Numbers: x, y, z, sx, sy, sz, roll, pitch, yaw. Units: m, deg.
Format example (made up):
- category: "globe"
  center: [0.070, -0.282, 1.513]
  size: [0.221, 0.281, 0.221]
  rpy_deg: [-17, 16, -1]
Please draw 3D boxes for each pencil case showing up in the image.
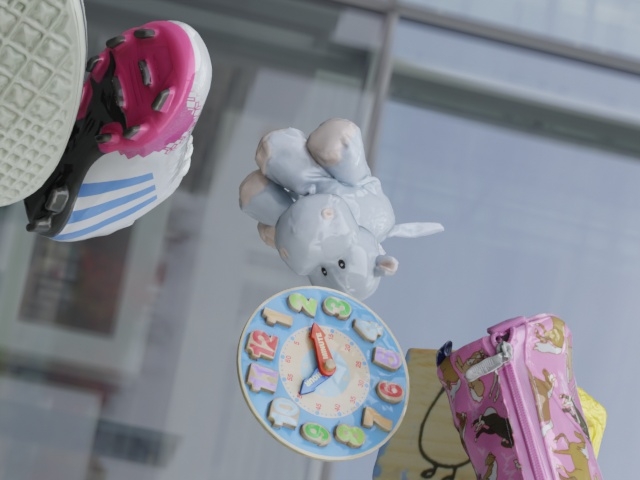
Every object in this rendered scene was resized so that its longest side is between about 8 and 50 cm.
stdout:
- category: "pencil case"
  center: [0.234, 0.272, 1.743]
  size: [0.160, 0.167, 0.386]
  rpy_deg: [-40, -127, 42]

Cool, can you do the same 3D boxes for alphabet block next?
- category: "alphabet block"
  center: [0.212, 0.255, 2.084]
  size: [0.197, 0.193, 0.192]
  rpy_deg: [-1, -116, 40]

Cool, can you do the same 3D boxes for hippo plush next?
- category: "hippo plush"
  center: [0.000, 0.000, 2.407]
  size: [0.234, 0.294, 0.236]
  rpy_deg: [-25, -147, 25]

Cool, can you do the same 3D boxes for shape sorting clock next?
- category: "shape sorting clock"
  center: [0.005, 0.145, 1.855]
  size: [0.040, 0.206, 0.206]
  rpy_deg: [126, -24, -57]

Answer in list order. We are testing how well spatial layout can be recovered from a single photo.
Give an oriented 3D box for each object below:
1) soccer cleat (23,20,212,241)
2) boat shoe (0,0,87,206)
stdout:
- category: "soccer cleat"
  center: [-0.170, -0.105, 1.600]
  size: [0.331, 0.143, 0.116]
  rpy_deg: [-39, -118, 46]
- category: "boat shoe"
  center: [-0.313, -0.268, 1.477]
  size: [0.156, 0.187, 0.500]
  rpy_deg: [-114, -163, -62]
